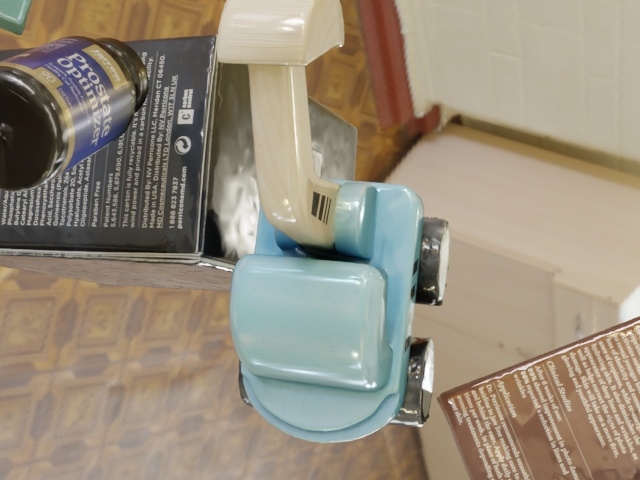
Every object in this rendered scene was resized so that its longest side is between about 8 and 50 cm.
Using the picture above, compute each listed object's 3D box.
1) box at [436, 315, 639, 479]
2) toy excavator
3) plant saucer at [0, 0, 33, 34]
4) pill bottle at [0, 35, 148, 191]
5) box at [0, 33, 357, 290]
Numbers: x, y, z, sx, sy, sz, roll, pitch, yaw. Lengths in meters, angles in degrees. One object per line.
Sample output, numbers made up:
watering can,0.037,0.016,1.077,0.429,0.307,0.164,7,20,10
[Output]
box,0.358,0.219,1.238,0.382,0.191,0.143,-22,163,5
toy excavator,0.000,0.000,1.003,0.445,0.223,0.432,17,79,-76
plant saucer,-0.340,-0.247,0.851,0.192,0.018,0.067,20,83,-31
pill bottle,-0.265,-0.140,1.002,0.219,0.123,0.122,-54,152,-61
box,-0.251,-0.084,1.458,0.480,0.472,0.297,20,72,-65
